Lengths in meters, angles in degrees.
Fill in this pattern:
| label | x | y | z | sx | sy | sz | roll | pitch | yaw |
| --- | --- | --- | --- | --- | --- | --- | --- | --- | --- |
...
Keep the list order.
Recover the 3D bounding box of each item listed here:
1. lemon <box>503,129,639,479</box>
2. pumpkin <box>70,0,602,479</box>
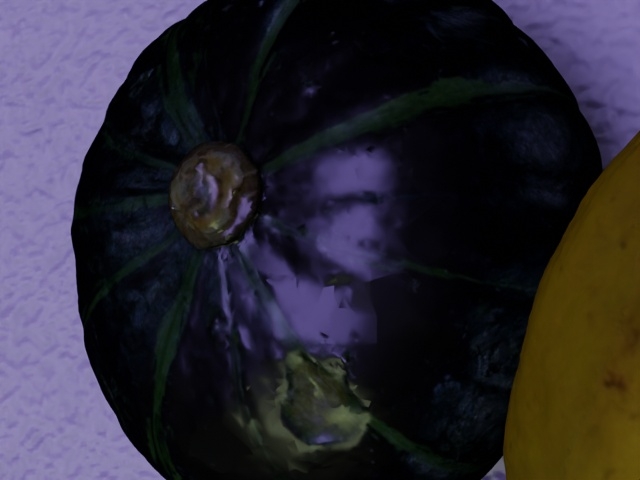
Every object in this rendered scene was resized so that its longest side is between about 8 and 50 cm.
| label | x | y | z | sx | sy | sz | roll | pitch | yaw |
| --- | --- | --- | --- | --- | --- | --- | --- | --- | --- |
| lemon | 0.215 | 0.072 | 0.815 | 0.285 | 0.285 | 0.316 | 30 | 85 | 29 |
| pumpkin | 0.000 | 0.000 | 0.974 | 0.315 | 0.238 | 0.315 | -6 | 80 | 36 |
